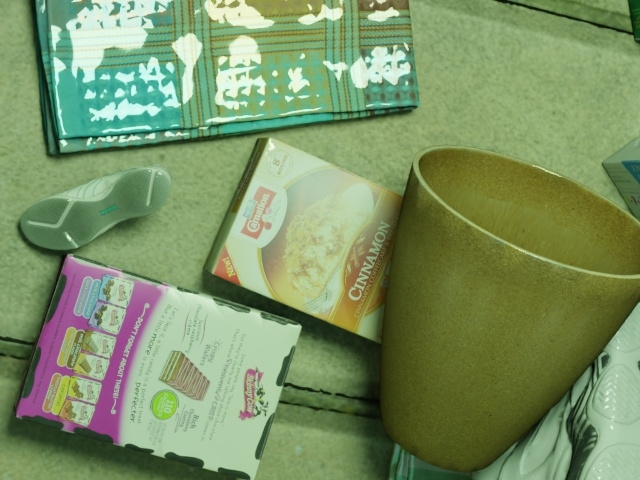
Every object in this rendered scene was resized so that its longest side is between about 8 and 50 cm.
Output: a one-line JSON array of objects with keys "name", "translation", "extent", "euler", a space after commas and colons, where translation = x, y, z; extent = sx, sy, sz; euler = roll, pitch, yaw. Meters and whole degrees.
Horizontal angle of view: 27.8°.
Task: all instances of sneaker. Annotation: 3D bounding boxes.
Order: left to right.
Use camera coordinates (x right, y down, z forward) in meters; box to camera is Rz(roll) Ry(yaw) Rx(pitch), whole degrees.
[{"name": "sneaker", "translation": [-0.208, -0.033, 1.221], "extent": [0.152, 0.061, 0.053], "euler": [-18, 105, 7]}, {"name": "sneaker", "translation": [0.260, 0.172, 1.271], "extent": [0.137, 0.210, 0.365], "euler": [33, 51, -16]}]

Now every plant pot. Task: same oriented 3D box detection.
[{"name": "plant pot", "translation": [0.154, 0.078, 1.189], "extent": [0.237, 0.237, 0.254], "euler": [13, 114, -14]}]

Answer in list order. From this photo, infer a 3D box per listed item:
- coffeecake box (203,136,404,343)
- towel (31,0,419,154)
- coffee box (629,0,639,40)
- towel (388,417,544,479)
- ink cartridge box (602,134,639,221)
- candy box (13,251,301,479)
[{"name": "coffeecake box", "translation": [0.000, 0.000, 1.262], "extent": [0.186, 0.068, 0.142], "euler": [23, 88, -13]}, {"name": "towel", "translation": [-0.092, -0.236, 1.244], "extent": [0.370, 0.040, 0.271], "euler": [-8, 95, -13]}, {"name": "coffee box", "translation": [0.372, -0.308, 1.352], "extent": [0.113, 0.040, 0.184], "euler": [-10, 96, -15]}, {"name": "towel", "translation": [0.205, 0.138, 1.335], "extent": [0.248, 0.038, 0.324], "euler": [8, 91, -15]}, {"name": "ink cartridge box", "translation": [0.379, -0.022, 1.335], "extent": [0.062, 0.104, 0.181], "euler": [-35, 100, -9]}, {"name": "candy box", "translation": [-0.154, 0.119, 1.229], "extent": [0.234, 0.071, 0.159], "euler": [19, 88, -13]}]
